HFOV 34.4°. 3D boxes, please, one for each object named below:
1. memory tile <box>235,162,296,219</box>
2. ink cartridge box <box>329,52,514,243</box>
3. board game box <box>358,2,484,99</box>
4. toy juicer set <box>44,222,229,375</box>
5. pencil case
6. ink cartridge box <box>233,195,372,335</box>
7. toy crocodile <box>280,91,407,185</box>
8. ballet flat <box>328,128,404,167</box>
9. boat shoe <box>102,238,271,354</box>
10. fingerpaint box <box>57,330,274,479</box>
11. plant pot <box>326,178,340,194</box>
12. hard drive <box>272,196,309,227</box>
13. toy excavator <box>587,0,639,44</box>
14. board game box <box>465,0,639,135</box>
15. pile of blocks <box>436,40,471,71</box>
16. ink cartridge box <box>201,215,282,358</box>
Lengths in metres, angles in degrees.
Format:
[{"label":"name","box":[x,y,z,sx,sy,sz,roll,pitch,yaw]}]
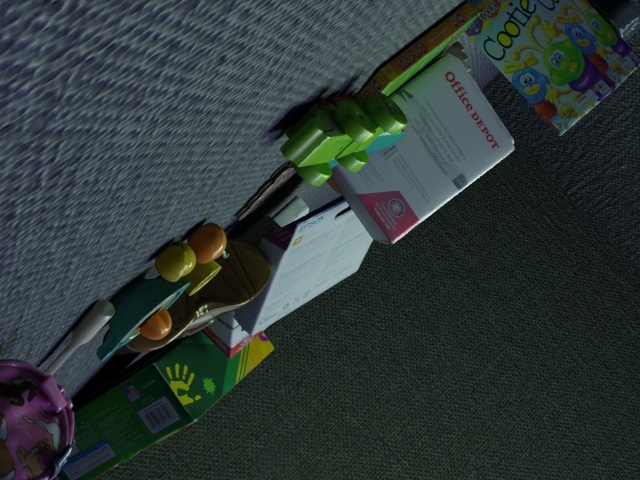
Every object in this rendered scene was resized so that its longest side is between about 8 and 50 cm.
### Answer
[{"label":"memory tile","box":[-0.082,-0.093,1.768,0.148,0.012,0.113,-43,177,36]},{"label":"ink cartridge box","box":[0.162,-0.158,1.801,0.283,0.207,0.117,-37,-170,-9]},{"label":"board game box","box":[0.163,-0.303,1.706,0.259,0.039,0.124,-38,177,-31]},{"label":"toy juicer set","box":[-0.247,0.095,1.518,0.329,0.089,0.209,-40,177,-35]},{"label":"pencil case","box":[-0.429,0.288,1.270,0.386,0.167,0.160,-44,-148,45]},{"label":"ink cartridge box","box":[0.000,0.000,1.986,0.324,0.071,0.330,-29,153,-40]},{"label":"toy crocodile","box":[0.028,-0.161,1.480,0.115,0.105,0.340,-43,173,25]},{"label":"ballet flat","box":[0.050,-0.167,1.678,0.188,0.070,0.070,-22,168,-29]},{"label":"boat shoe","box":[-0.227,0.102,1.758,0.123,0.123,0.342,-33,-179,45]},{"label":"fingerpaint box","box":[-0.381,0.349,2.382,0.445,0.163,0.371,-33,-177,32]},{"label":"plant pot","box":[0.147,-0.145,2.415,0.205,0.188,0.205,-42,177,-2]},{"label":"hard drive","box":[-0.180,0.052,2.347,0.353,0.047,0.233,-41,177,-14]},{"label":"toy excavator","box":[0.460,-0.399,2.151,0.222,0.433,0.445,-43,150,1]},{"label":"board game box","box":[0.393,-0.346,1.785,0.144,0.275,0.142,-40,176,-45]},{"label":"pile of blocks","box":[0.157,-0.220,1.973,0.362,0.112,0.149,-40,175,11]},{"label":"ink cartridge box","box":[-0.151,0.100,2.160,0.197,0.114,0.273,-40,162,-24]}]
